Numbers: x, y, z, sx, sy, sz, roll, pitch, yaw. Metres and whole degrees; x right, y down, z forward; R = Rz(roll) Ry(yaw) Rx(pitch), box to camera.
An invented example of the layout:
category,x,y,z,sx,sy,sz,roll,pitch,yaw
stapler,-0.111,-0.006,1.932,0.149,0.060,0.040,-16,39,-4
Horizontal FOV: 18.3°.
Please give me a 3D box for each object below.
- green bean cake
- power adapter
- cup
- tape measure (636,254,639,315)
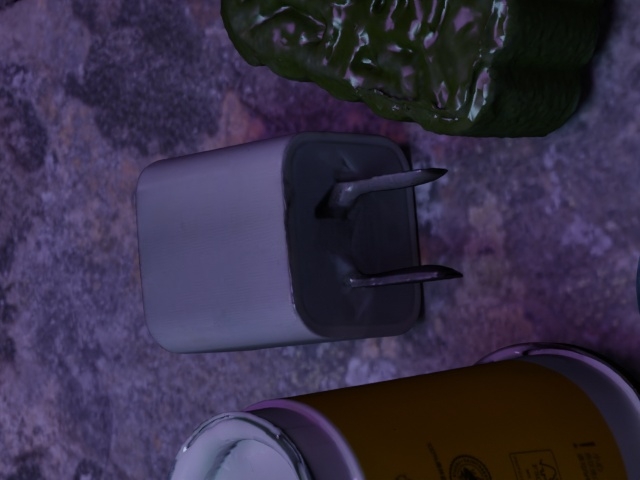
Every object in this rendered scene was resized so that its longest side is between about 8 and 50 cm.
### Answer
category,x,y,z,sx,sy,sz,roll,pitch,yaw
green bean cake,0.055,-0.189,1.187,0.248,0.125,0.222,21,105,41
power adapter,0.000,0.000,1.238,0.205,0.125,0.130,-7,85,41
cup,0.061,0.153,1.085,0.196,0.279,0.196,-2,88,49
tape measure,0.251,0.040,1.018,0.180,0.107,0.104,32,107,41
